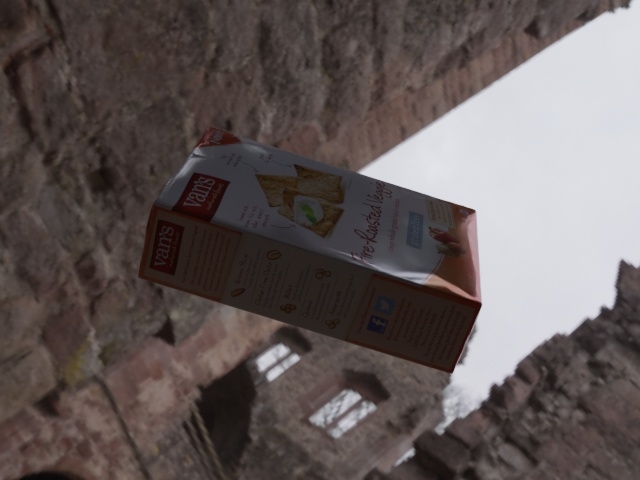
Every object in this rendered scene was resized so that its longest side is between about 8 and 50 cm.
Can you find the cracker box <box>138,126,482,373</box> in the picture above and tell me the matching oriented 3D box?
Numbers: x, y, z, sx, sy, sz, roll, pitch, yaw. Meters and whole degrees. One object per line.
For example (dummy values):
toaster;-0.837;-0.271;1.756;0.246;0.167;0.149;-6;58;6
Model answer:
cracker box;0.000;0.000;0.676;0.232;0.156;0.067;16;-62;-1
